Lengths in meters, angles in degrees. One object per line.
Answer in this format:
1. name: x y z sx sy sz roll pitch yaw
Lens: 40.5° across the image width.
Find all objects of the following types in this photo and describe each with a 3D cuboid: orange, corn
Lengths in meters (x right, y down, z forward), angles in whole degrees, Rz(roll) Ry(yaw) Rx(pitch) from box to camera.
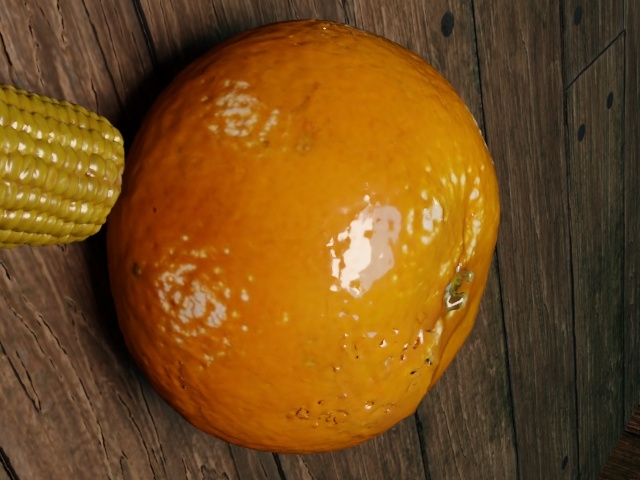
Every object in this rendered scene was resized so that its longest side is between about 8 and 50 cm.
1. orange: 0.000 0.000 0.852 0.424 0.326 0.424 -23 120 -46
2. corn: -0.290 -0.060 0.599 0.387 0.144 0.144 2 100 -53
